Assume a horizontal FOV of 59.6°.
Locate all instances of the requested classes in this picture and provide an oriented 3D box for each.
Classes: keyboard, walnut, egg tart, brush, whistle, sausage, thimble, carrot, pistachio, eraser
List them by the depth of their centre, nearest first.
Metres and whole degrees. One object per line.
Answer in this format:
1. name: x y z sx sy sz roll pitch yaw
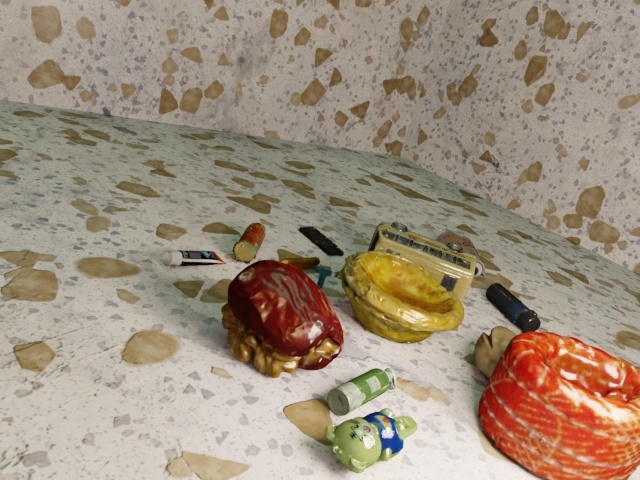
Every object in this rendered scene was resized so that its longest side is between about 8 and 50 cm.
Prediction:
1. whistle: 0.107 0.374 1.067 0.227 0.085 0.105 -1 35 -41
2. thimble: 0.545 0.366 1.226 0.350 0.230 0.350 13 20 -5
3. walnut: -0.092 0.186 1.268 0.244 0.221 0.269 -35 56 -25
4. pistachio: 0.481 0.303 1.496 0.144 0.143 0.215 23 15 18
5. egg tart: 0.218 0.170 1.592 0.388 0.169 0.388 18 21 -7
6. brush: 0.007 0.115 1.791 0.051 0.014 0.164 16 20 2
7. carrot: -0.066 0.072 1.805 0.171 0.042 0.042 -5 29 -45
8. sausage: -0.225 -0.003 1.843 0.083 0.083 0.264 16 18 -2
9. keyboard: 0.000 -0.001 2.086 0.072 0.023 0.231 -1 26 -35
10. eraser: 0.576 0.055 2.303 0.171 0.087 0.290 18 20 -2

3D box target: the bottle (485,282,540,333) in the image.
1. bottle: 0.655 0.227 1.900 0.072 0.082 0.244 16 19 -21

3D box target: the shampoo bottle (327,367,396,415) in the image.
1. shampoo bottle: 0.101 0.327 1.232 0.065 0.065 0.205 30 23 33

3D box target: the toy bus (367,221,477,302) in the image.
1. toy bus: 0.338 0.078 1.917 0.366 0.176 0.202 20 26 8

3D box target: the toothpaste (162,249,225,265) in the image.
1. toothpaste: -0.366 0.053 1.630 0.071 0.045 0.194 39 23 31
